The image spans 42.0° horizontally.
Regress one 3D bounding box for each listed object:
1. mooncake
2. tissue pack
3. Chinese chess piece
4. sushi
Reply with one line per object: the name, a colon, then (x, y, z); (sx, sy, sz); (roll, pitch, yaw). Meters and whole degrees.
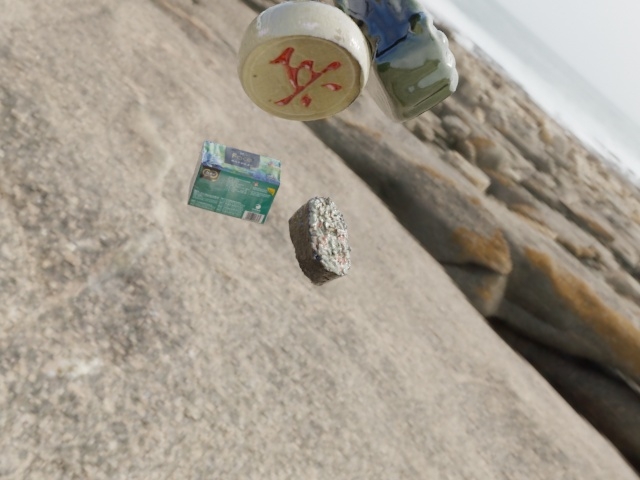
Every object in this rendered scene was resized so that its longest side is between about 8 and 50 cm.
mooncake: (0.166, -0.437, 1.864); (0.351, 0.187, 0.351); (58, 0, 0)
tissue pack: (-0.117, -0.085, 1.141); (0.111, 0.085, 0.079); (14, 42, -15)
Chinese chess piece: (-0.033, -0.334, 1.565); (0.249, 0.249, 0.103); (27, 49, -34)
sushi: (0.000, 0.000, 1.438); (0.090, 0.078, 0.150); (11, 60, -40)
